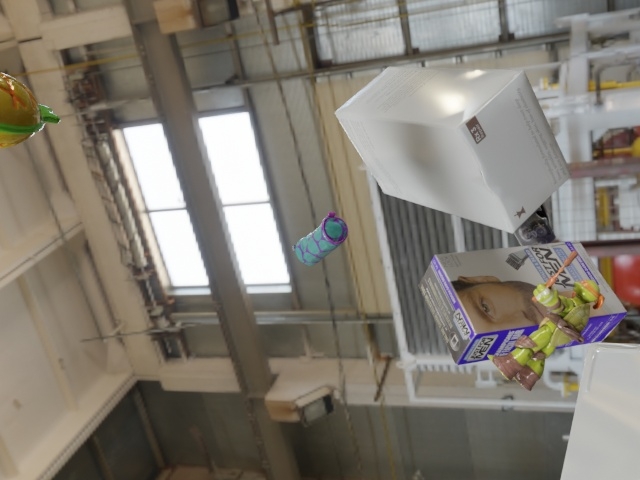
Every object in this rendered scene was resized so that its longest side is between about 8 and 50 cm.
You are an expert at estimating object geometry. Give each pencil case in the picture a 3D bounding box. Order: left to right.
[{"bbox_3d":[0.000,0.000,1.487,0.064,0.151,0.070,2,-110,-26],"label":"pencil case"}]

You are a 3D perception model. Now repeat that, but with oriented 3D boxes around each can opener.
[{"bbox_3d":[0.403,-0.100,1.461,0.283,0.076,0.095,55,-148,-24],"label":"can opener"}]

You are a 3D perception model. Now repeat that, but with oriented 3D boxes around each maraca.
[{"bbox_3d":[-0.436,-0.180,0.965,0.099,0.127,0.186,-61,0,17],"label":"maraca"}]

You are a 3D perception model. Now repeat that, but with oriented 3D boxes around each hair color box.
[{"bbox_3d":[0.381,0.111,1.340,0.110,0.338,0.185,106,150,-47],"label":"hair color box"}]

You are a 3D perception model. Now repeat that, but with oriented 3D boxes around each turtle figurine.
[{"bbox_3d":[0.380,0.140,1.128,0.217,0.087,0.269,-51,-32,9],"label":"turtle figurine"}]

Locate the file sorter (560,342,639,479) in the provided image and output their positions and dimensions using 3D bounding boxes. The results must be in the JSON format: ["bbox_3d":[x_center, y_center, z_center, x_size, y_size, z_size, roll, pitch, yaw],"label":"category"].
[{"bbox_3d":[0.339,0.197,0.494,0.173,0.277,0.193,36,-117,-32],"label":"file sorter"}]

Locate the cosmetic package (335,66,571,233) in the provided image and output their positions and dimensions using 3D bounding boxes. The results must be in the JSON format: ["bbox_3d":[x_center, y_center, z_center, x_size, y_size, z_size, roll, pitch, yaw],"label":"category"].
[{"bbox_3d":[0.214,-0.172,1.227,0.156,0.385,0.217,-43,-60,-14],"label":"cosmetic package"}]
